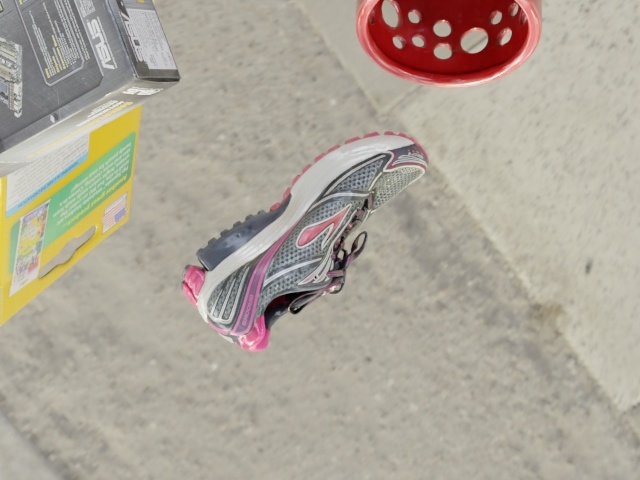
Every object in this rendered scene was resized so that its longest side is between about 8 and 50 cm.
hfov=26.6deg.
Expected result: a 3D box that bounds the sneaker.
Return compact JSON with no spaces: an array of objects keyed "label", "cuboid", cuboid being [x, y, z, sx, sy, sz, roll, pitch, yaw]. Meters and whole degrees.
[{"label":"sneaker","cuboid":[0.000,0.000,1.445,0.299,0.121,0.112,-40,67,-9]}]

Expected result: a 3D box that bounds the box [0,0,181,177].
[{"label":"box","cuboid":[-0.219,-0.181,0.963,0.183,0.056,0.231,-25,84,29]}]

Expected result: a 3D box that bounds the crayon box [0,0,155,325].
[{"label":"crayon box","cuboid":[-0.253,-0.099,1.232,0.083,0.203,0.323,30,137,16]}]

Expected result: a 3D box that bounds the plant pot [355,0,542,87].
[{"label":"plant pot","cuboid":[0.138,-0.282,1.417,0.191,0.174,0.191,5,151,3]}]
